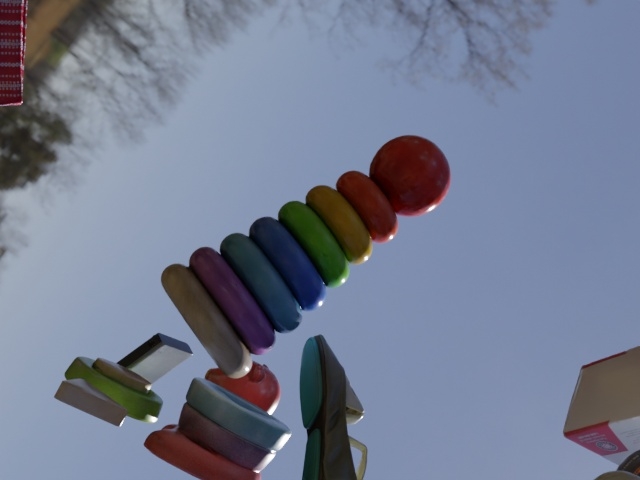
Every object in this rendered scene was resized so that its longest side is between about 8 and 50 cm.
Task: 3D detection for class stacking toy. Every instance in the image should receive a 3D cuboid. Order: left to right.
[{"bbox_3d":[-0.166,0.181,1.321,0.130,0.280,0.309,-61,-174,-4],"label":"stacking toy"},{"bbox_3d":[0.000,0.000,1.146,0.330,0.141,0.141,-35,-163,-7],"label":"stacking toy"}]

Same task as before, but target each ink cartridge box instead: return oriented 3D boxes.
[{"bbox_3d":[0.546,0.276,1.555,0.226,0.306,0.131,-39,-153,60],"label":"ink cartridge box"}]

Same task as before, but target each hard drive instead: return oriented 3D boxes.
[{"bbox_3d":[-0.252,0.180,1.483,0.135,0.022,0.094,-36,156,8],"label":"hard drive"}]

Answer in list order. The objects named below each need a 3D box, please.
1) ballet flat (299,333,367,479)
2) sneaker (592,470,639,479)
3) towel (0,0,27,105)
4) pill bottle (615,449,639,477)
[{"bbox_3d":[0.014,0.198,1.127,0.072,0.068,0.213,121,-25,-48],"label":"ballet flat"},{"bbox_3d":[0.163,0.261,0.687,0.111,0.129,0.297,10,-136,27],"label":"sneaker"},{"bbox_3d":[-0.488,-0.308,1.441,0.031,0.199,0.274,37,-55,49],"label":"towel"},{"bbox_3d":[0.427,0.321,1.234,0.130,0.130,0.246,-52,-178,-1],"label":"pill bottle"}]
